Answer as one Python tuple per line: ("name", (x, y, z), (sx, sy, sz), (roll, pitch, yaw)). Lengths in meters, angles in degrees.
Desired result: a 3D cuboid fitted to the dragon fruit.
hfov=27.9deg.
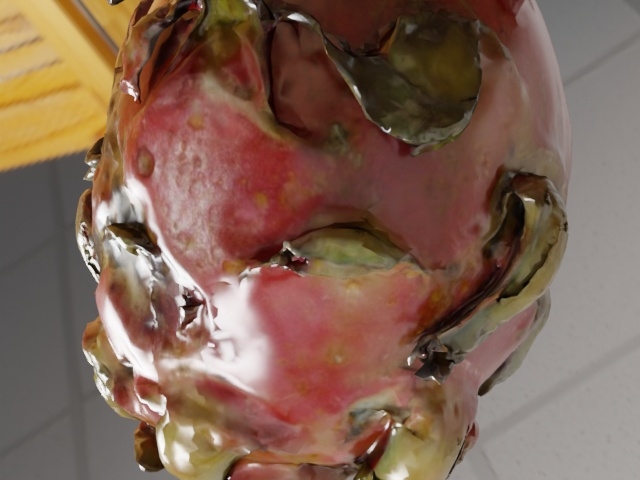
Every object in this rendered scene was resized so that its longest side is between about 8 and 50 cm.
("dragon fruit", (0.000, 0.000, 0.631), (0.269, 0.250, 0.291), (-179, -77, -80))
